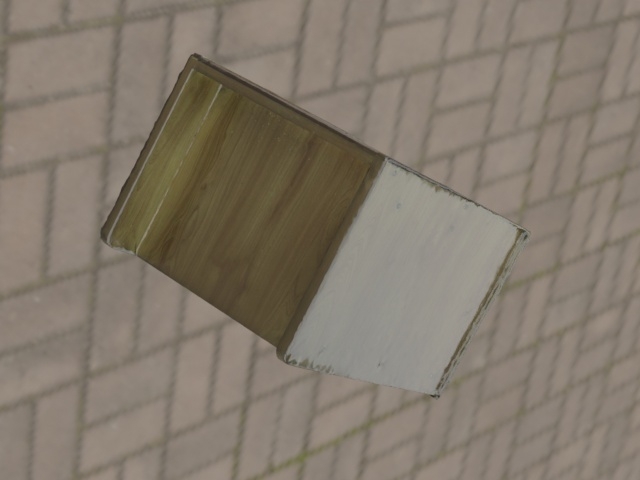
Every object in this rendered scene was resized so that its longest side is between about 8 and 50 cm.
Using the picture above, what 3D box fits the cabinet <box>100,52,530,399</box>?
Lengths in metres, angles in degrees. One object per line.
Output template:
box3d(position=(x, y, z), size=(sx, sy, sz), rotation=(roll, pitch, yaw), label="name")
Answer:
box3d(position=(0.000, 0.000, 1.023), size=(0.215, 0.174, 0.148), rotation=(20, 99, -57), label="cabinet")
